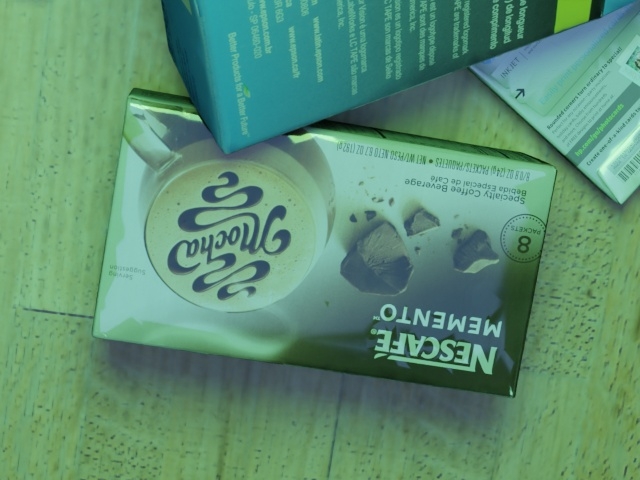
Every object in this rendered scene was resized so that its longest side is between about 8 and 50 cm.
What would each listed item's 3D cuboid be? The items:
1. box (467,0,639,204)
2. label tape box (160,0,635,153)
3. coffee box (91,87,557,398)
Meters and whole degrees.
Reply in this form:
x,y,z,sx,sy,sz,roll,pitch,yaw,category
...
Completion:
x,y,z,sx,sy,sz,roll,pitch,yaw,category
0.196,-0.140,1.210,0.186,0.038,0.145,40,94,-12,box
0.067,-0.221,1.034,0.348,0.249,0.115,-23,57,-12,label tape box
0.000,0.000,1.175,0.297,0.119,0.168,10,97,-6,coffee box
